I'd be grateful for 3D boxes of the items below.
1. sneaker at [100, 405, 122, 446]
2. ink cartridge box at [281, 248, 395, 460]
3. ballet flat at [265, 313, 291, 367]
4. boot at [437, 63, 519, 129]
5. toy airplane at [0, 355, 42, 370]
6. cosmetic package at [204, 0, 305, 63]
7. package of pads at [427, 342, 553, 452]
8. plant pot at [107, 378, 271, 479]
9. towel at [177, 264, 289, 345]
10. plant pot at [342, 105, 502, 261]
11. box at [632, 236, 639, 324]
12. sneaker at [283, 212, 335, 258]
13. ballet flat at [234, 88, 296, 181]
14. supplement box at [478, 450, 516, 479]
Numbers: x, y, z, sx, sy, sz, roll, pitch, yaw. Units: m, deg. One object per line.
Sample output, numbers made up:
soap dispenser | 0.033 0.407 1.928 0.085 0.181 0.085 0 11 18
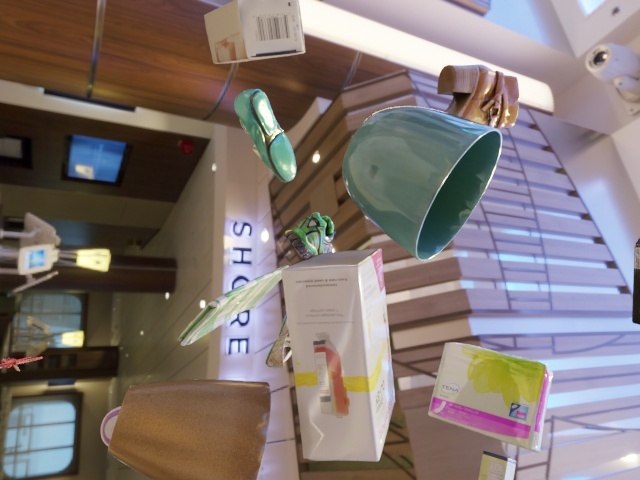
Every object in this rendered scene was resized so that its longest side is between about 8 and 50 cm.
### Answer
sneaker | -0.341 0.408 1.120 0.152 0.305 0.114 71 10 -70
ink cartridge box | 0.055 0.226 1.033 0.279 0.161 0.384 -21 106 -73
ballet flat | -0.111 0.322 1.517 0.073 0.067 0.206 101 8 -45
boot | 0.384 -0.293 1.203 0.109 0.220 0.283 -155 -114 -62
toy airplane | -0.736 0.290 1.128 0.151 0.151 0.028 -10 -91 61
cosmetic package | -0.170 -0.513 1.180 0.296 0.153 0.129 34 -44 59
package of pads | 0.462 0.414 1.312 0.297 0.101 0.229 4 -113 41
plant pot | -0.248 0.360 0.898 0.237 0.254 0.237 -163 -90 -78
towel | -0.258 0.195 1.459 0.038 0.325 0.248 52 -54 12
plant pot | 0.188 -0.140 0.991 0.235 0.293 0.293 34 -61 26
box | 0.669 0.045 0.946 0.045 0.184 0.190 11 -51 43
sneaker | 0.000 0.000 1.627 0.146 0.343 0.134 -39 -104 3
ballet flat | -0.133 -0.249 1.138 0.087 0.083 0.247 14 -37 36
supplement box | 0.403 0.535 1.092 0.056 0.083 0.083 3 -114 37
